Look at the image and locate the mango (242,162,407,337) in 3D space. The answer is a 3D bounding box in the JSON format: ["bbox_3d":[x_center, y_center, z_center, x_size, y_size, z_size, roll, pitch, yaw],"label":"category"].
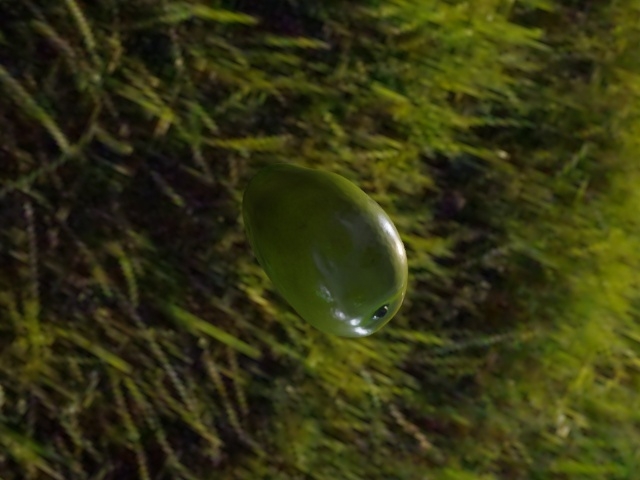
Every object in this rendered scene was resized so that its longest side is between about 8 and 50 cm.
[{"bbox_3d":[0.004,0.005,1.008,0.089,0.163,0.117,-38,111,-3],"label":"mango"}]
